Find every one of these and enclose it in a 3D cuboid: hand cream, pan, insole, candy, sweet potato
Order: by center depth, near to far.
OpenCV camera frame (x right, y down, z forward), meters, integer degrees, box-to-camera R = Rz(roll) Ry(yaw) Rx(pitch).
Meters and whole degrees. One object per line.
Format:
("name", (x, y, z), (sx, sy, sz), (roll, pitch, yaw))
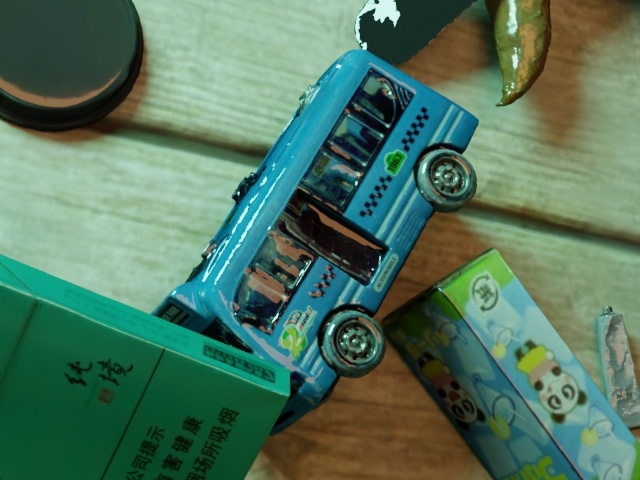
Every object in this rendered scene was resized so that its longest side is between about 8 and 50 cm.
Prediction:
("candy", (0.135, 0.107, 1.202), (0.062, 0.097, 0.194), (-35, 87, -30))
("pan", (-0.181, -0.189, 1.220), (0.136, 0.028, 0.235), (12, 68, -17))
("hand cream", (0.217, 0.094, 1.280), (0.030, 0.019, 0.093), (-5, 76, -20))
("insole", (0.115, -0.219, 1.305), (0.080, 0.003, 0.232), (41, 84, 18))
("sweet potato", (0.143, -0.244, 1.345), (0.066, 0.072, 0.314), (20, 68, -41))

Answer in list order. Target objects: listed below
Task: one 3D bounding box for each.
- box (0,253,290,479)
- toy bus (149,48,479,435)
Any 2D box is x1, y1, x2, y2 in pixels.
("box", (-0.154, 0.108, 1.069), (0.226, 0.161, 0.042), (23, 22, -13))
("toy bus", (0.000, 0.000, 1.176), (0.134, 0.113, 0.246), (35, 64, -7))
